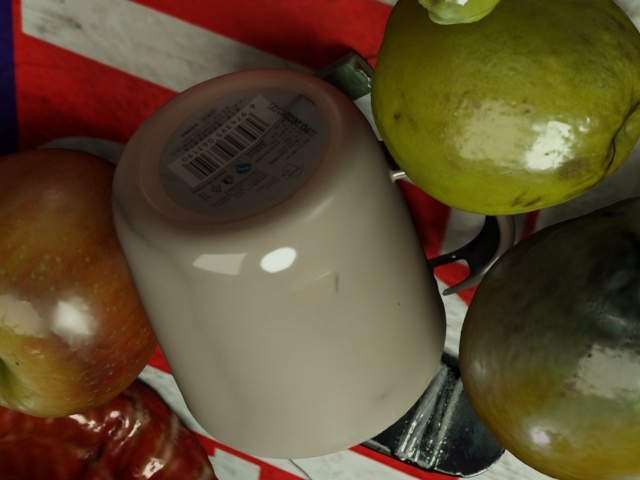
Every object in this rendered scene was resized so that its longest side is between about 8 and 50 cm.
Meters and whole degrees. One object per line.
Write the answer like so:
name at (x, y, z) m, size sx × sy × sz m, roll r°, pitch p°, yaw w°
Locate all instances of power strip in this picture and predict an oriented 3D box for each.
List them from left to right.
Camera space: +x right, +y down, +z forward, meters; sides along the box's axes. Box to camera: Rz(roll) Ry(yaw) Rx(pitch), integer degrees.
power strip at (0.004, -0.100, 1.145) m, size 0.027 × 0.017 × 0.083 m, roll 46°, pitch 139°, yaw -20°

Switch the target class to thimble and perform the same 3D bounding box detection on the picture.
thimble at (-0.254, 0.265, 1.456) m, size 0.350 × 0.350 × 0.230 m, roll 37°, pitch 135°, yaw -8°

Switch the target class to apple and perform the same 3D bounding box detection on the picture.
apple at (-0.214, 0.026, 1.304) m, size 0.235 × 0.173 × 0.210 m, roll 5°, pitch 140°, yaw 41°

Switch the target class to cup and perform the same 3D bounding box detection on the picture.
cup at (0.000, 0.000, 1.130) m, size 0.253 × 0.191 × 0.200 m, roll -17°, pitch 136°, yaw 2°

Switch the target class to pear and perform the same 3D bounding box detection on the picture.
pear at (0.110, -0.085, 0.991) m, size 0.162 × 0.149 × 0.149 m, roll 15°, pitch 139°, yaw 29°

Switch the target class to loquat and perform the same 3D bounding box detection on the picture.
loquat at (0.189, 0.063, 1.086) m, size 0.179 × 0.179 × 0.227 m, roll 39°, pitch 144°, yaw -11°

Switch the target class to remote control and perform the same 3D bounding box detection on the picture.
remote control at (0.018, 0.101, 1.311) m, size 0.266 × 0.090 × 0.066 m, roll 25°, pitch -176°, yaw 4°

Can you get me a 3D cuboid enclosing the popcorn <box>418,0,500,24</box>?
popcorn at (0.068, -0.226, 0.847) m, size 0.233 × 0.192 × 0.266 m, roll 2°, pitch 139°, yaw -13°
